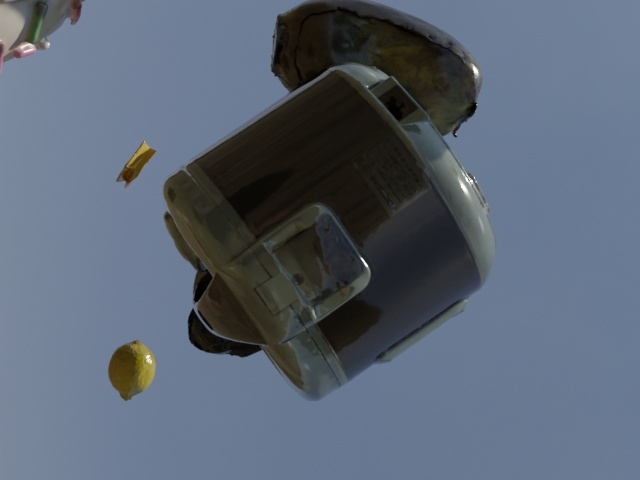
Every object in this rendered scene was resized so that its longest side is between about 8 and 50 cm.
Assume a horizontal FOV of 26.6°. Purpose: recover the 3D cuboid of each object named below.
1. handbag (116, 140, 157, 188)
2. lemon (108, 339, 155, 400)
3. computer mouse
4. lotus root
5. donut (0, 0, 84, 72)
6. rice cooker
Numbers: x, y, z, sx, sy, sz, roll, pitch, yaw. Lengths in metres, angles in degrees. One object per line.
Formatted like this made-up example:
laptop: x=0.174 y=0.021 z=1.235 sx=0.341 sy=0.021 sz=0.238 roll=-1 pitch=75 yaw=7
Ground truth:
handbag: x=-0.297 y=-0.120 z=2.173 sx=0.061 sy=0.027 sz=0.083 roll=-55 pitch=-172 yaw=-21
lemon: x=-0.250 y=0.172 z=1.789 sx=0.062 sy=0.062 sz=0.083 roll=24 pitch=-78 yaw=65
computer mouse: x=-0.090 y=0.093 z=2.021 sx=0.146 sy=0.242 sz=0.077 roll=60 pitch=-2 yaw=16
lotus root: x=0.067 y=-0.221 z=1.724 sx=0.152 sy=0.275 sz=0.160 roll=-105 pitch=-147 yaw=-70
donut: x=-0.305 y=-0.309 z=1.133 sx=0.142 sy=0.383 sz=0.382 roll=19 pitch=-66 yaw=30
rice cooker: x=0.000 y=0.000 z=1.536 sx=0.335 sy=0.325 sz=0.335 roll=55 pitch=-6 yaw=9
